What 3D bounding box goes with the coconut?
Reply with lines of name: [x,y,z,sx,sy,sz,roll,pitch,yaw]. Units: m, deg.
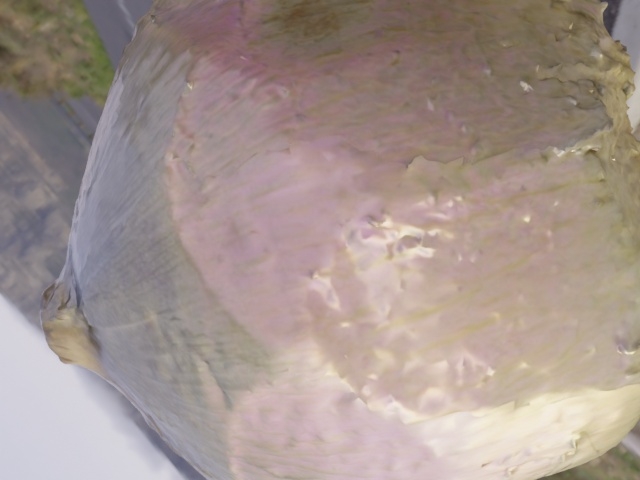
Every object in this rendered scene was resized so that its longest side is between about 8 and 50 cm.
coconut: [0.000,0.000,0.653,0.404,0.404,0.404,50,173,8]
